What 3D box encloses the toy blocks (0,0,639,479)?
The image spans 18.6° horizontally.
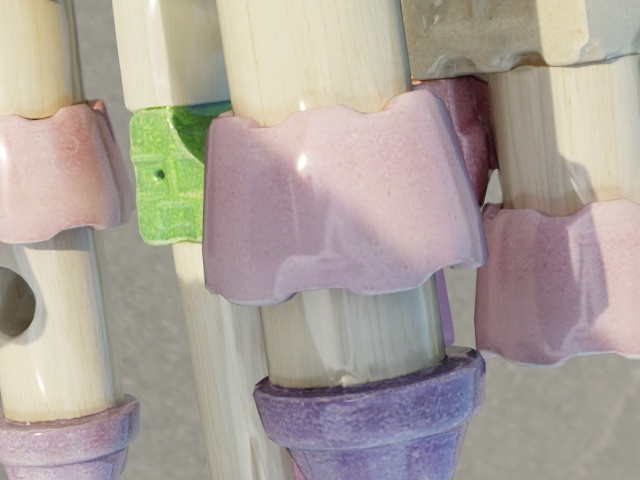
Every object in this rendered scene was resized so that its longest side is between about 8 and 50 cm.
[{"bbox_3d":[0.000,0.000,0.604,0.309,0.288,0.260,-18,101,-50],"label":"toy blocks"}]
